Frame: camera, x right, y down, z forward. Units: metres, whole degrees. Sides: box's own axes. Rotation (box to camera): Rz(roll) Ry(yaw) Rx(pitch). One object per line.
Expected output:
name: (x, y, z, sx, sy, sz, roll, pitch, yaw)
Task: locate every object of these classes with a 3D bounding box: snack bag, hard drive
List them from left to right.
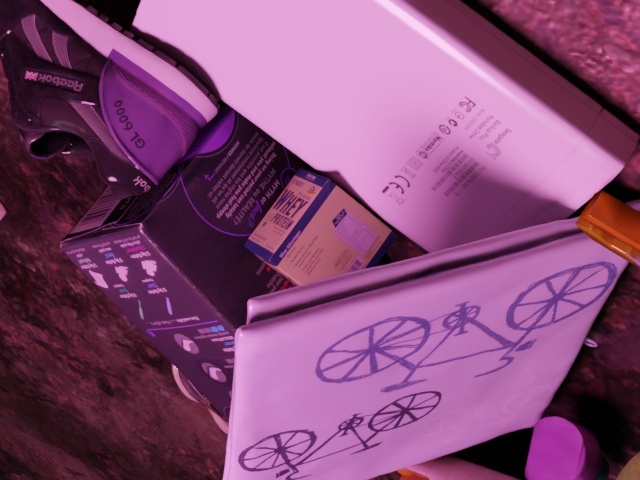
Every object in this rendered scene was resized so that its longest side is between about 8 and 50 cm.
hard drive: (0.033, -0.120, 1.045, 0.353, 0.047, 0.233, 36, 150, -2)
snack bag: (0.075, 0.104, 1.099, 0.342, 0.323, 0.037, 100, 150, -56)

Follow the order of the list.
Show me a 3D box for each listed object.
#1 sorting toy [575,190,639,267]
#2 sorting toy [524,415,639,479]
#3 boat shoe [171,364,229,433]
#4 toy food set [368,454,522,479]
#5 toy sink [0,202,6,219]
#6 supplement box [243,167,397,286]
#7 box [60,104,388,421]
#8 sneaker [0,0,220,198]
sorting toy: (0.297, 0.068, 0.937, 0.307, 0.041, 0.229, 31, 179, 2)
sorting toy: (0.341, 0.245, 1.161, 0.365, 0.127, 0.126, 22, 178, 40)
boat shoe: (-0.112, 0.170, 1.584, 0.049, 0.056, 0.152, 1, 145, 37)
toy food set: (0.124, 0.265, 1.361, 0.220, 0.092, 0.306, 15, 167, 31)
toy sink: (-0.491, -0.067, 1.545, 0.153, 0.131, 0.234, 3, 137, 43)
supplement box: (0.000, 0.000, 1.143, 0.083, 0.083, 0.056, 39, 174, -28)
box: (-0.064, 0.034, 1.234, 0.143, 0.165, 0.270, -10, 126, 52)
sneaker: (-0.229, -0.140, 1.149, 0.283, 0.124, 0.107, 34, 174, 20)
